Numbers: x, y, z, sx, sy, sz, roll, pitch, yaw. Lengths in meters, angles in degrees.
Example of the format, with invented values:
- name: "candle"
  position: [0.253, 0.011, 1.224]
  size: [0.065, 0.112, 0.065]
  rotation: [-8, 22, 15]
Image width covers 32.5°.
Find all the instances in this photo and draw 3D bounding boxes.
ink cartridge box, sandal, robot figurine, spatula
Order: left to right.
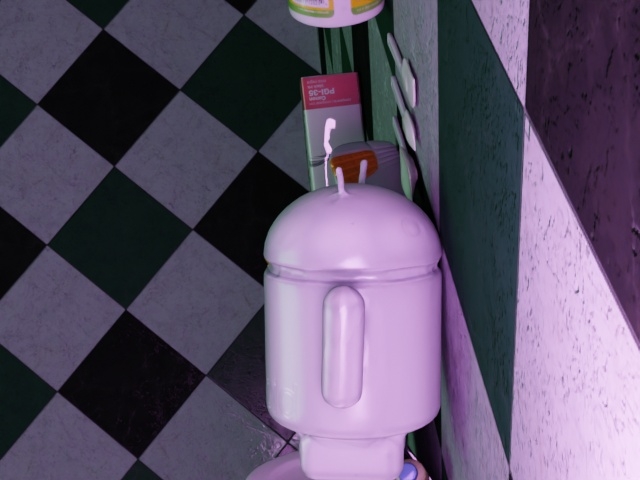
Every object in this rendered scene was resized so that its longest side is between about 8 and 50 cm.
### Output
- name: "ink cartridge box"
  position: [0.029, -0.193, 2.230]
  size: [0.207, 0.117, 0.283]
  rotation: [-111, 15, -83]
- name: "robot figurine"
  position: [0.036, 0.089, 1.239]
  size: [0.300, 0.199, 0.353]
  rotation: [-74, -17, -82]
- name: "sandal"
  position: [0.071, -0.052, 1.513]
  size: [0.265, 0.102, 0.076]
  rotation: [-101, 8, -54]
- name: "spatula"
  position: [0.103, -0.167, 1.422]
  size: [0.242, 0.019, 0.168]
  rotation: [-99, 3, -63]

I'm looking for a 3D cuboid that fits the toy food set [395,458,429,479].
- name: "toy food set"
  position: [0.106, 0.357, 1.365]
  size: [0.104, 0.111, 0.232]
  rotation: [62, -157, -69]

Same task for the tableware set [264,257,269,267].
- name: "tableware set"
  position: [0.000, 0.000, 1.349]
  size: [0.024, 0.154, 0.104]
  rotation: [43, 152, 39]

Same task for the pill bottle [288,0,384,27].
- name: "pill bottle"
  position: [0.014, -0.425, 1.476]
  size: [0.136, 0.136, 0.246]
  rotation: [-98, 3, -56]

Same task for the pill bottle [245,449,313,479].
- name: "pill bottle"
  position: [0.008, 0.517, 1.669]
  size: [0.204, 0.204, 0.361]
  rotation: [-102, 2, -76]

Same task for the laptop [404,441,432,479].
- name: "laptop"
  position: [0.120, 0.192, 1.682]
  size: [0.408, 0.236, 0.382]
  rotation: [54, 166, 14]
